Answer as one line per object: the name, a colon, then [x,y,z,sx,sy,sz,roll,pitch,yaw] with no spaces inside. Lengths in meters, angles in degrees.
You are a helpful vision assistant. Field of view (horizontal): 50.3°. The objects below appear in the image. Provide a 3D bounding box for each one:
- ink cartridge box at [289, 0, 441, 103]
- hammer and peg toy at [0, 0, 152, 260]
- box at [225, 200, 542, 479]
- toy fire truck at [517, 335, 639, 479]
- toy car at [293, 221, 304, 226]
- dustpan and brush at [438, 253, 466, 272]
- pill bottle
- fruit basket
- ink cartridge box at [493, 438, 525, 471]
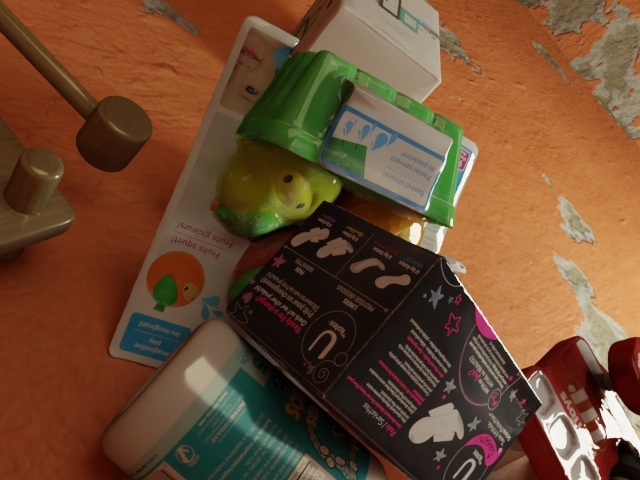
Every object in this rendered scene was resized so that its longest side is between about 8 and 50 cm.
ink cartridge box: [0.067,-0.319,1.158,0.197,0.198,0.270,32,37,-18]
hammer and peg toy: [-0.346,-0.092,0.586,0.266,0.127,0.361,49,36,8]
box: [0.062,0.109,0.621,0.163,0.142,0.247,29,-17,50]
toy fire truck: [0.349,0.276,0.863,0.254,0.169,0.302,-19,83,-47]
toy car: [-0.023,-0.018,0.840,0.155,0.149,0.188,24,53,-21]
dustpan and brush: [0.120,0.016,1.002,0.211,0.060,0.147,27,40,-24]
pill bottle: [-0.044,0.202,0.586,0.264,0.146,0.146,43,36,-5]
fruit basket: [0.000,0.000,0.711,0.327,0.165,0.352,23,84,-29]
ink cartridge box: [0.158,0.210,0.848,0.198,0.067,0.115,21,42,-32]
